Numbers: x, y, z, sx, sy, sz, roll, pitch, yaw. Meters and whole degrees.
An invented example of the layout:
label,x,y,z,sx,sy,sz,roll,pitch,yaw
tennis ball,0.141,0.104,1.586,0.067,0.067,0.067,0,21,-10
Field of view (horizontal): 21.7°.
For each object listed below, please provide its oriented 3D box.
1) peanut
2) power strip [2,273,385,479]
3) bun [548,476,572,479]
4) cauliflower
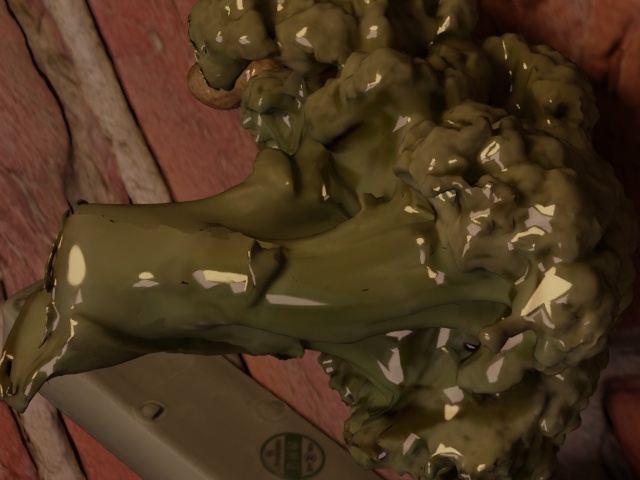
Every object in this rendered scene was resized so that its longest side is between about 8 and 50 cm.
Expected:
label,x,y,z,sx,sy,sz,roll,pitch,yaw
peanut,-0.051,-0.096,0.997,0.083,0.037,0.037,-9,105,46
power strip,-0.059,0.143,1.098,0.385,0.091,0.062,35,134,27
bun,0.095,0.249,0.897,0.259,0.160,0.259,4,105,14
cauliflower,0.016,-0.016,0.804,0.327,0.281,0.260,13,89,59
